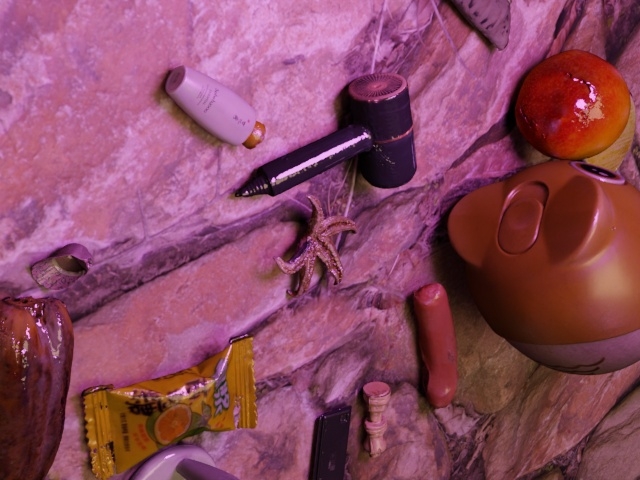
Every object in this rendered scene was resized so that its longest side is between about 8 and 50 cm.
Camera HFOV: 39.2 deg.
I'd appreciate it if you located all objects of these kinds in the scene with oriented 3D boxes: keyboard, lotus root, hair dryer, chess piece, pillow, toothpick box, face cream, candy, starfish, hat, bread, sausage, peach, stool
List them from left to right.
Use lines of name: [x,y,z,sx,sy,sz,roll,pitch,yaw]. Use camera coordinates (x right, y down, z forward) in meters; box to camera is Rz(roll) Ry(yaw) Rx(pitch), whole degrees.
lotus root: [-0.425,0.244,1.282,0.167,0.078,0.330,-7,112,-39]
hat: [-0.365,0.031,1.274,0.087,0.042,0.058,-22,126,7]
candy: [-0.238,0.271,1.468,0.297,0.081,0.187,-13,117,-26]
stool: [-0.208,0.473,1.500,0.195,0.198,0.195,-41,132,-19]
face cream: [-0.155,-0.197,1.351,0.182,0.051,0.072,34,81,-46]
starfish: [-0.006,-0.002,1.575,0.213,0.056,0.238,-42,139,-35]
hair dryer: [0.009,-0.131,1.517,0.352,0.107,0.189,-28,128,-21]
keyboard: [0.021,0.442,1.819,0.093,0.025,0.230,-9,114,-38]
chess piece: [0.113,0.377,1.855,0.060,0.060,0.172,-19,121,-36]
sausage: [0.246,0.219,1.890,0.087,0.079,0.327,-41,133,-37]
pillow: [0.300,-0.443,1.662,0.241,0.051,0.093,30,92,-45]
toothpick box: [0.500,0.042,1.818,0.425,0.408,0.409,37,82,-40]
peach: [0.512,-0.271,1.828,0.230,0.231,0.231,-19,120,-36]
bread: [0.663,-0.255,2.090,0.228,0.033,0.229,-15,113,-41]
